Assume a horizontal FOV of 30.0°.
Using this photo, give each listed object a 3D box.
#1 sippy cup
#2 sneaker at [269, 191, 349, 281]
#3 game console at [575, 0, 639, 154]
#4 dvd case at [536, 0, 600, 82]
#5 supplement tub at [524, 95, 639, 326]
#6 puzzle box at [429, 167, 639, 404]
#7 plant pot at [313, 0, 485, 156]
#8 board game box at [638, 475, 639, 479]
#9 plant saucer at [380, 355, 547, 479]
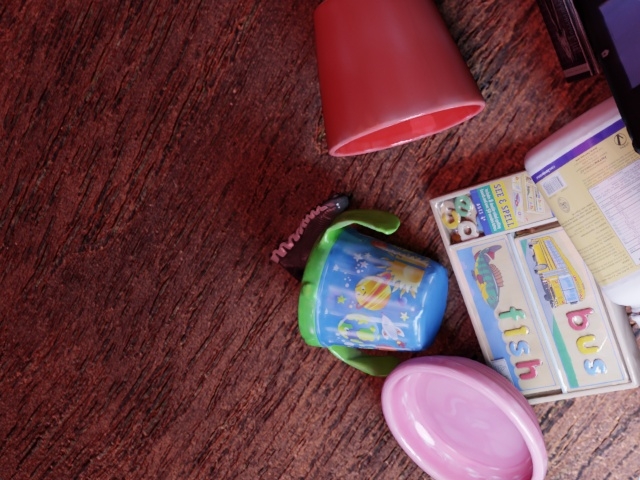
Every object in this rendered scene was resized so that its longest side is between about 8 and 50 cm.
[{"bbox_3d":[0.105,0.100,2.166,0.224,0.305,0.240,11,72,20],"label":"sippy cup"},{"bbox_3d":[0.000,0.000,2.287,0.106,0.078,0.234,50,130,7],"label":"sneaker"},{"bbox_3d":[0.528,-0.346,1.666,0.342,0.060,0.386,-34,47,29],"label":"game console"},{"bbox_3d":[0.372,-0.355,1.865,0.018,0.164,0.221,-21,94,0],"label":"dvd case"},{"bbox_3d":[0.492,-0.051,1.823,0.241,0.241,0.331,-35,85,37],"label":"supplement tub"},{"bbox_3d":[0.374,0.080,2.068,0.272,0.052,0.409,-17,95,37],"label":"puzzle box"},{"bbox_3d":[0.113,-0.296,2.008,0.275,0.275,0.243,-20,84,37],"label":"plant pot"},{"bbox_3d":[0.636,0.280,1.898,0.144,0.142,0.275,27,119,24],"label":"board game box"},{"bbox_3d":[0.267,0.330,2.157,0.332,0.084,0.332,26,140,24],"label":"plant saucer"}]
